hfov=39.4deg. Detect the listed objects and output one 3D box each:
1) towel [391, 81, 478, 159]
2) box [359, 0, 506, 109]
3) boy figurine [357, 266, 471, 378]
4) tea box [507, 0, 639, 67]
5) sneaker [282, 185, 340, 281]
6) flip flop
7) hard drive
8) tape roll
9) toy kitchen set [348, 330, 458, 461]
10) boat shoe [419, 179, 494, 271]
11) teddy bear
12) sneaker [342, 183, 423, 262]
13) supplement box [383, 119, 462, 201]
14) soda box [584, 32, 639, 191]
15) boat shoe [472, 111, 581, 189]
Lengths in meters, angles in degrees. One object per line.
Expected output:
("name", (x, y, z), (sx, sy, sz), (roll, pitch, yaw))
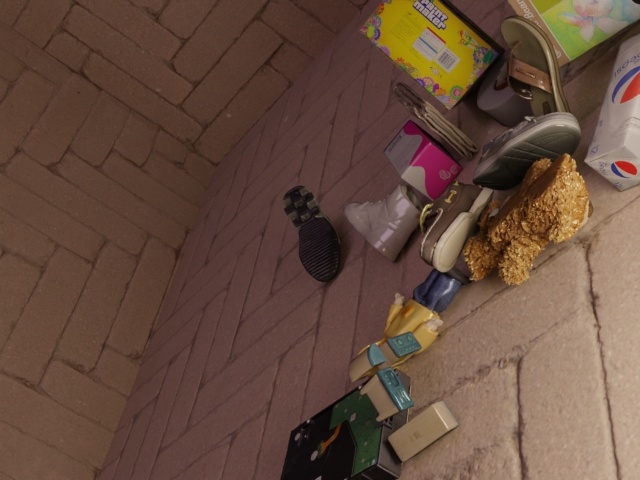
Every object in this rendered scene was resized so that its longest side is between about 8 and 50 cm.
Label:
("towel", (0.274, -0.294, 2.178), (0.049, 0.187, 0.282), (-48, 19, 10))
("box", (0.283, -0.489, 2.194), (0.177, 0.290, 0.279), (-49, -2, 20))
("boy figurine", (0.179, 0.160, 1.806), (0.285, 0.092, 0.177), (-52, 27, 4))
("tea box", (0.510, -0.585, 1.777), (0.324, 0.329, 0.220), (-32, 28, 25))
("sneaker", (0.000, 0.000, 2.501), (0.123, 0.146, 0.330), (-26, 49, 9))
("flip flop", (0.416, -0.312, 1.769), (0.080, 0.277, 0.112), (-19, 4, -18))
("hard drive", (0.041, 0.417, 1.758), (0.339, 0.064, 0.236), (-42, 23, 37))
("tape roll", (0.457, -0.367, 2.029), (0.219, 0.072, 0.219), (-48, 20, 23))
("toy kitchen set", (0.176, 0.265, 1.629), (0.122, 0.207, 0.166), (-44, -20, 32))
("boat shoe", (0.251, -0.036, 1.754), (0.324, 0.097, 0.116), (-42, -31, -54))
("teddy bear", (0.383, -0.031, 1.641), (0.338, 0.113, 0.245), (-47, 12, 45))
("sneaker", (0.167, -0.071, 2.213), (0.169, 0.108, 0.292), (-52, 29, 6))
("supplement box", (0.248, -0.199, 2.197), (0.111, 0.114, 0.220), (-50, 18, 13))
("soda box", (0.552, -0.232, 1.540), (0.091, 0.098, 0.286), (-24, 36, 57))
("boat shoe", (0.398, -0.188, 1.751), (0.320, 0.118, 0.103), (136, 145, -69))
